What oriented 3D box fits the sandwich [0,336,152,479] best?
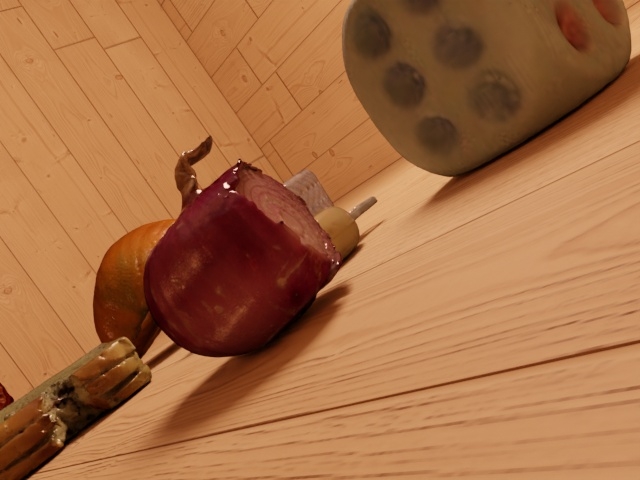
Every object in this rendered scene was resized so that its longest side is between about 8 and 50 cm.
[{"bbox_3d":[-0.408,0.264,0.976,0.273,0.095,0.249,-36,7,-32],"label":"sandwich"}]

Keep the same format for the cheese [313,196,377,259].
[{"bbox_3d":[0.014,-0.008,0.860,0.248,0.071,0.163,-36,4,-27],"label":"cheese"}]

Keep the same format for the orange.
[{"bbox_3d":[-0.338,0.096,1.290,0.310,0.274,0.274,-27,6,15],"label":"orange"}]

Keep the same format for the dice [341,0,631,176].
[{"bbox_3d":[0.208,-0.260,0.811,0.262,0.268,0.264,-39,6,-39],"label":"dice"}]

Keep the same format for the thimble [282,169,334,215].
[{"bbox_3d":[-0.072,-0.047,1.476,0.217,0.157,0.245,-37,2,12],"label":"thimble"}]

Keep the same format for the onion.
[{"bbox_3d":[-0.085,0.026,0.614,0.200,0.201,0.207,-35,35,-4],"label":"onion"}]

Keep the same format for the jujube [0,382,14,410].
[{"bbox_3d":[-0.684,0.356,1.187,0.212,0.232,0.213,-31,1,0],"label":"jujube"}]
